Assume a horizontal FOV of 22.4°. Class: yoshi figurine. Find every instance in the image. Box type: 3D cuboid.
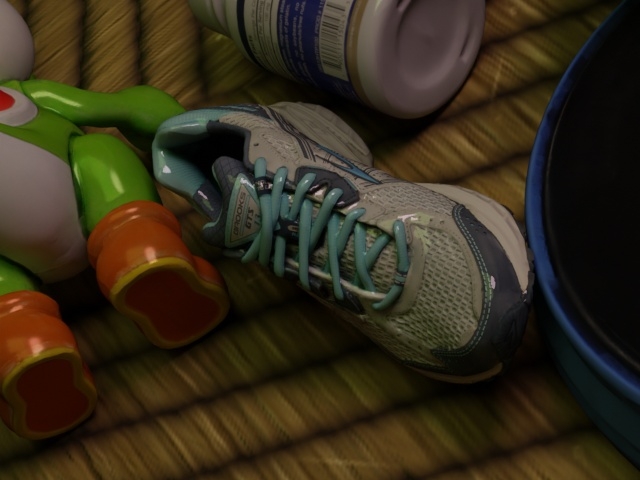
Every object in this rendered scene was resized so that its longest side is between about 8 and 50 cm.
[{"bbox_3d":[-0.204,-0.045,1.079,0.362,0.203,0.203,55,131,30],"label":"yoshi figurine"}]

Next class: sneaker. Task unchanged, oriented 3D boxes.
[{"bbox_3d":[0.000,0.000,0.909,0.283,0.122,0.110,32,111,47],"label":"sneaker"}]

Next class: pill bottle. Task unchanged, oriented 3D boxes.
[{"bbox_3d":[0.004,-0.155,1.053,0.186,0.112,0.112,25,70,39],"label":"pill bottle"}]

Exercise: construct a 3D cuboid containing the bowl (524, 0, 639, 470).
[{"bbox_3d":[0.288,-0.034,0.828,0.391,0.077,0.391,-15,50,19],"label":"bowl"}]
